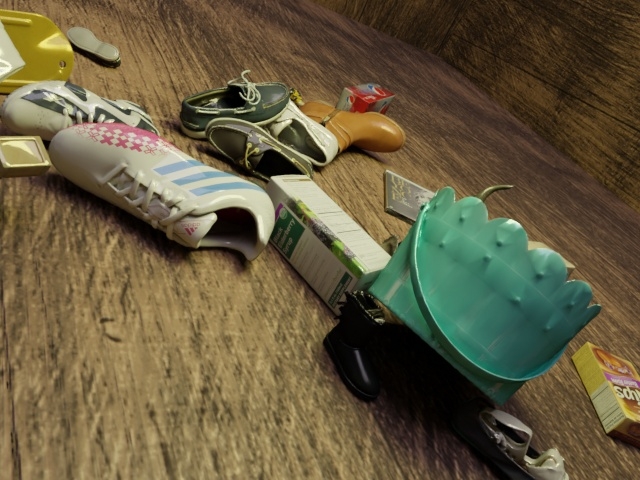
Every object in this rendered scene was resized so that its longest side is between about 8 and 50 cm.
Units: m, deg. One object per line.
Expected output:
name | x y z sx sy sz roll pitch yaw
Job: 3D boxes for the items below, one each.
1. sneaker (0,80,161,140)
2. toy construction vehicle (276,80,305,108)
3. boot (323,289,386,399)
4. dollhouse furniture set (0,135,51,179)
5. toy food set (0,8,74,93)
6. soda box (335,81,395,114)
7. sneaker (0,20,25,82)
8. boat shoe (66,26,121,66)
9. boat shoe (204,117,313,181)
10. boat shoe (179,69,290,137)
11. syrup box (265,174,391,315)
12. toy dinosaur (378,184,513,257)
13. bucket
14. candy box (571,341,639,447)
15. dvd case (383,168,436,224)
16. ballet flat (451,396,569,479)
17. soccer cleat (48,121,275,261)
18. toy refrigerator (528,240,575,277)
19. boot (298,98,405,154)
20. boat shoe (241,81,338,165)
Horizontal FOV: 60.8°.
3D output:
sneaker | -0.338 -0.162 0.827 0.153 0.094 0.235 38 19 31
toy construction vehicle | -0.087 -0.393 1.492 0.085 0.035 0.098 19 31 -40
boot | 0.056 0.133 0.716 0.045 0.099 0.121 0 40 -40
dollhouse furniture set | -0.389 -0.019 0.599 0.181 0.101 0.161 -14 75 -52
toy food set | -0.522 -0.308 0.880 0.217 0.128 0.071 -10 27 -43
soda box | 0.141 -0.425 1.689 0.092 0.083 0.263 35 30 11
sneaker | -0.545 -0.231 0.721 0.108 0.169 0.292 1 34 46
boat shoe | -0.475 -0.406 1.148 0.125 0.038 0.046 27 70 5
boat shoe | -0.115 -0.164 1.048 0.227 0.081 0.069 23 25 -18
boat shoe | -0.167 -0.283 1.104 0.254 0.079 0.095 -21 60 -27
syrup box | 0.000 0.000 0.882 0.096 0.093 0.237 -10 48 -49
toy dinosaur | 0.201 0.006 0.947 0.160 0.313 0.121 17 50 -68
bucket | 0.214 0.081 0.763 0.281 0.183 0.281 40 0 0
candy box | 0.537 0.278 0.976 0.109 0.053 0.187 25 31 -10
dvd case | 0.228 -0.090 1.310 0.164 0.018 0.221 25 29 -8
ballet flat | 0.263 0.280 0.705 0.203 0.074 0.074 41 31 19
soccer cleat | -0.216 -0.066 0.769 0.331 0.116 0.143 17 37 -19
toy refrigerator | 0.417 0.060 1.172 0.269 0.094 0.102 5 30 -38
boot | 0.072 -0.265 1.345 0.283 0.109 0.220 26 28 -2
boat shoe | -0.086 -0.255 1.201 0.277 0.098 0.096 29 28 -4
